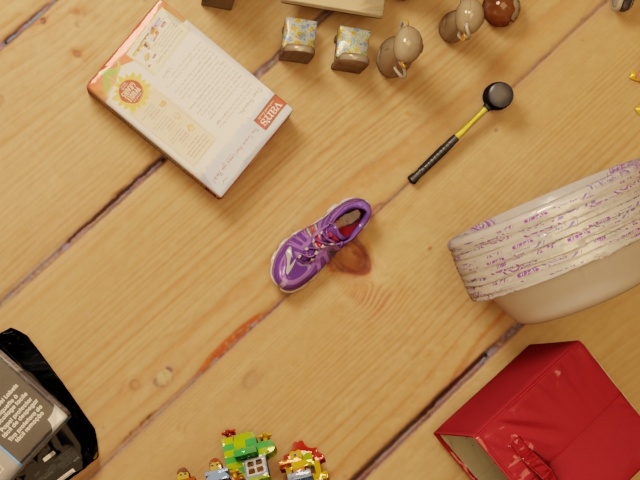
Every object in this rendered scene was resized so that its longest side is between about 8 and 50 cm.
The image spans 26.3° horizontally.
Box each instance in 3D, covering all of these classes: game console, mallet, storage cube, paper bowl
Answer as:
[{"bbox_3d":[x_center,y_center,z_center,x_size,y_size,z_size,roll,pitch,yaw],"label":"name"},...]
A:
[{"bbox_3d":[-0.483,0.294,1.782,0.361,0.044,0.213,-36,91,-8],"label":"game console"},{"bbox_3d":[0.193,-0.148,1.885,0.189,0.062,0.039,-45,93,-7],"label":"mallet"},{"bbox_3d":[0.299,0.263,1.811,0.193,0.215,0.184,-40,93,-14],"label":"storage cube"},{"bbox_3d":[0.319,0.011,1.785,0.284,0.284,0.148,-23,91,-8],"label":"paper bowl"}]

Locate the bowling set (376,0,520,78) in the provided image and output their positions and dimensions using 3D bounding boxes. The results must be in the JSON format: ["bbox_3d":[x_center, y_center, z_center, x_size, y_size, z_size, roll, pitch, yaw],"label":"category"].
[{"bbox_3d":[0.186,-0.353,1.847,0.199,0.154,0.287,3,88,-8],"label":"bowling set"}]

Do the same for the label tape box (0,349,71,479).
[{"bbox_3d":[-0.516,0.198,1.710,0.333,0.106,0.241,42,82,-2],"label":"label tape box"}]

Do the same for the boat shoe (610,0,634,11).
[{"bbox_3d":[0.464,-0.411,1.930,0.065,0.075,0.206,19,80,-4],"label":"boat shoe"}]

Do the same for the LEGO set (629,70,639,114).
[{"bbox_3d":[0.513,-0.215,1.911,0.132,0.107,0.287,-3,88,-8],"label":"LEGO set"}]

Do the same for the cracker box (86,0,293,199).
[{"bbox_3d":[-0.174,-0.186,1.833,0.232,0.067,0.156,40,84,-4],"label":"cracker box"}]

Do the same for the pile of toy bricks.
[{"bbox_3d":[-0.102,0.297,1.814,0.212,0.118,0.105,-14,57,0],"label":"pile of toy bricks"}]

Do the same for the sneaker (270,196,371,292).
[{"bbox_3d":[0.000,0.000,1.848,0.170,0.071,0.068,-44,94,-7],"label":"sneaker"}]

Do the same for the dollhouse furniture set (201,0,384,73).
[{"bbox_3d":[-0.028,-0.354,1.813,0.242,0.161,0.212,8,86,-8],"label":"dollhouse furniture set"}]
